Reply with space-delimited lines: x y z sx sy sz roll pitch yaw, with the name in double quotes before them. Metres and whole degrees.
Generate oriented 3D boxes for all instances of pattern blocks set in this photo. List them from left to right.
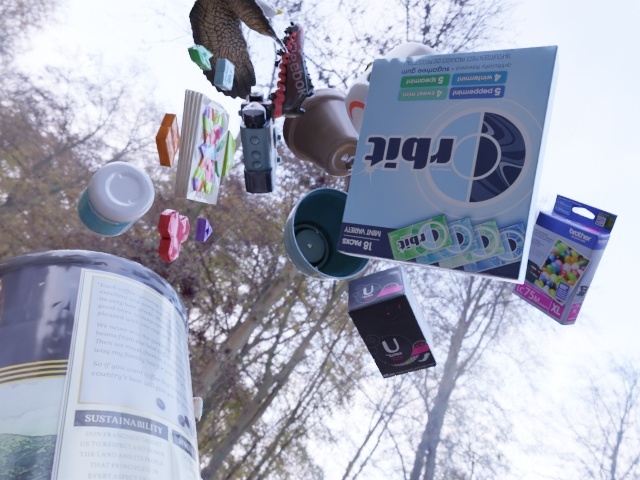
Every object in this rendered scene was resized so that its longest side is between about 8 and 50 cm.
"pattern blocks set" -0.196 -0.149 0.772 0.026 0.285 0.325 9 -73 7

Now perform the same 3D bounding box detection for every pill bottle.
"pill bottle" -0.542 -0.094 1.194 0.264 0.146 0.146 -21 -72 50

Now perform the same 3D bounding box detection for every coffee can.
"coffee can" -0.187 0.168 0.328 0.275 0.201 0.202 -117 -161 -48

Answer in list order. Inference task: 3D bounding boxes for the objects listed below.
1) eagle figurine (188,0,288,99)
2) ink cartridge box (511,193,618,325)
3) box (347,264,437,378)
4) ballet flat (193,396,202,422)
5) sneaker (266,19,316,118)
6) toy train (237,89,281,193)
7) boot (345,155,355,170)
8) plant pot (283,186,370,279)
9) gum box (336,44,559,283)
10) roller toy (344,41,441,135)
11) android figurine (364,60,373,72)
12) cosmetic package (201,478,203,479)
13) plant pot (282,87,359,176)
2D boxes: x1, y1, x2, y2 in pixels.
"eagle figurine" -0.182 -0.498 0.994 0.225 0.298 0.226 -5 -19 8
"ink cartridge box" 0.644 0.047 1.235 0.186 0.065 0.311 44 -52 56
"box" 0.201 0.231 1.286 0.165 0.143 0.270 -20 -63 16
"ballet flat" -0.427 0.458 1.264 0.232 0.073 0.080 0 -41 14
"sneaker" -0.072 -0.490 1.353 0.135 0.097 0.276 8 -73 -12
"toy train" -0.203 -0.316 1.525 0.142 0.190 0.334 0 -51 -2
"boot" 0.141 -0.244 1.340 0.114 0.106 0.037 -5 -61 49
"plant pot" 0.000 0.000 1.484 0.293 0.293 0.196 51 -32 -6
"gum box" 0.106 -0.067 0.398 0.157 0.041 0.184 8 -95 31
"roller toy" 0.148 -0.213 0.756 0.191 0.146 0.209 50 -5 -14
"android figurine" 0.220 -0.349 1.185 0.273 0.056 0.248 43 -19 28
"cosmetic package" -0.314 0.460 0.488 0.329 0.327 0.394 39 -70 28
"plant pot" 0.032 -0.330 1.507 0.263 0.263 0.229 97 -28 -43
